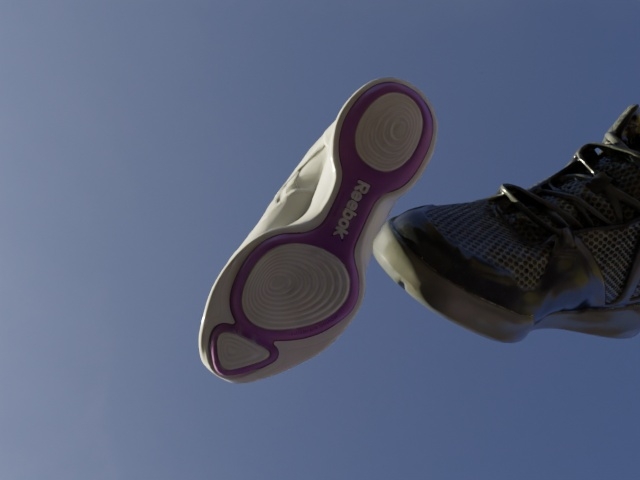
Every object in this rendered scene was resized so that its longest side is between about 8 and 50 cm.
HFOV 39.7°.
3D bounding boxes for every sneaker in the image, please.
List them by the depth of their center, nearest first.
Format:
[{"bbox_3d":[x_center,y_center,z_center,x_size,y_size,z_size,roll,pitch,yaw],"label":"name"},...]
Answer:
[{"bbox_3d":[0.128,-0.015,0.449,0.087,0.227,0.130,51,-57,39],"label":"sneaker"},{"bbox_3d":[0.000,0.000,0.807,0.114,0.152,0.305,37,-102,-4],"label":"sneaker"}]
